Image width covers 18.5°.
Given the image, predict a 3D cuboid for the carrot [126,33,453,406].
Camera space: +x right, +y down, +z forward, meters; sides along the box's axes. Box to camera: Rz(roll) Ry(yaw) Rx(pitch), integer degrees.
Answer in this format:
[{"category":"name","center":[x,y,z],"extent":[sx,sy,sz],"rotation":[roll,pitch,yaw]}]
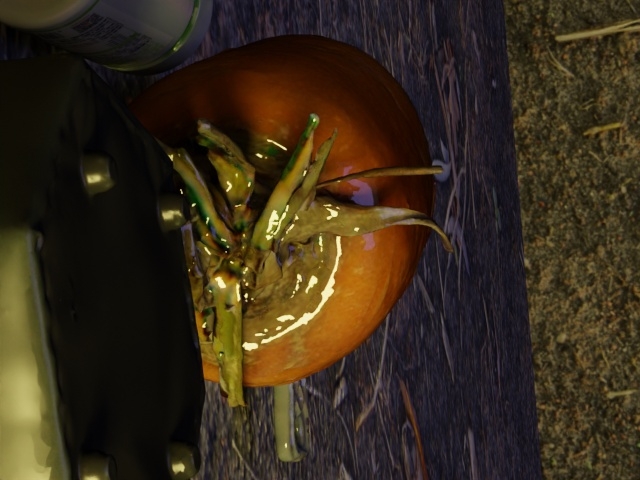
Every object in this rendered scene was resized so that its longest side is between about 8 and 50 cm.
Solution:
[{"category":"carrot","center":[-0.033,-0.012,1.157],"extent":[0.193,0.214,0.331],"rotation":[-64,170,15]}]

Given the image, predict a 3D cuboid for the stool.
[{"category":"stool","center":[-0.137,0.041,0.813],"extent":[0.232,0.141,0.232],"rotation":[-6,90,-77]}]

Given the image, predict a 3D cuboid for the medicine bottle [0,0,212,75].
[{"category":"medicine bottle","center":[-0.124,-0.144,1.077],"extent":[0.183,0.086,0.086],"rotation":[15,70,-77]}]

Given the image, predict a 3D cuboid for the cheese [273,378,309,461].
[{"category":"cheese","center":[-0.029,0.020,1.452],"extent":[0.163,0.082,0.286],"rotation":[9,78,-76]}]
